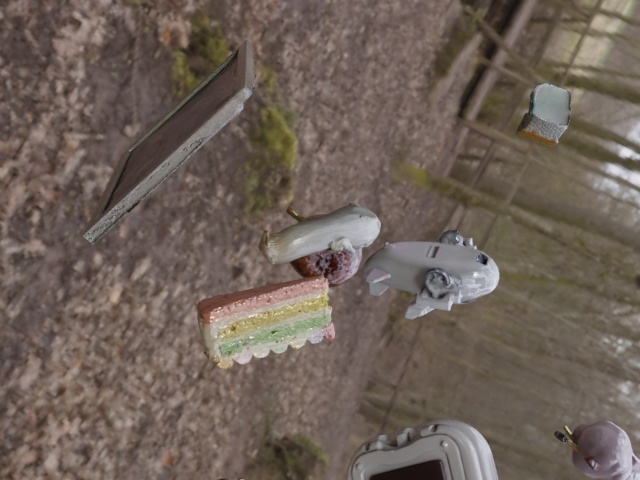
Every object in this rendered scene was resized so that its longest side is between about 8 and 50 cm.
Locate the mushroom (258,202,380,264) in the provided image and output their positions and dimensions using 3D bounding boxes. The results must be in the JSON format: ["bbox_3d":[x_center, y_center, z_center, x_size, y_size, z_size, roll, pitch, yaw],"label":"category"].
[{"bbox_3d":[0.003,-0.012,1.819,0.278,0.099,0.096,-14,-173,-33],"label":"mushroom"}]

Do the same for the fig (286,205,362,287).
[{"bbox_3d":[0.006,0.005,2.042,0.175,0.175,0.207,-63,-165,18],"label":"fig"}]

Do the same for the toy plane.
[{"bbox_3d":[0.200,0.060,1.664,0.252,0.252,0.118,-50,140,-51],"label":"toy plane"}]

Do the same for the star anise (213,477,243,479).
[{"bbox_3d":[-0.257,0.587,2.096,0.208,0.063,0.172,-20,168,32],"label":"star anise"}]

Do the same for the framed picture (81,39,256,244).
[{"bbox_3d":[-0.143,-0.110,0.919,0.209,0.019,0.281,-41,-162,9],"label":"framed picture"}]

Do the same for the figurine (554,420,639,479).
[{"bbox_3d":[0.545,0.409,1.716,0.112,0.229,0.137,-40,-145,18],"label":"figurine"}]

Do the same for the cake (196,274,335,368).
[{"bbox_3d":[-0.090,0.134,1.468,0.090,0.225,0.109,-71,149,-78],"label":"cake"}]

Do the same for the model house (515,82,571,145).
[{"bbox_3d":[0.459,-0.257,1.878,0.100,0.088,0.100,112,-6,-61],"label":"model house"}]

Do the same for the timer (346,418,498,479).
[{"bbox_3d":[0.162,0.423,1.477,0.262,0.237,0.087,-22,158,26],"label":"timer"}]
